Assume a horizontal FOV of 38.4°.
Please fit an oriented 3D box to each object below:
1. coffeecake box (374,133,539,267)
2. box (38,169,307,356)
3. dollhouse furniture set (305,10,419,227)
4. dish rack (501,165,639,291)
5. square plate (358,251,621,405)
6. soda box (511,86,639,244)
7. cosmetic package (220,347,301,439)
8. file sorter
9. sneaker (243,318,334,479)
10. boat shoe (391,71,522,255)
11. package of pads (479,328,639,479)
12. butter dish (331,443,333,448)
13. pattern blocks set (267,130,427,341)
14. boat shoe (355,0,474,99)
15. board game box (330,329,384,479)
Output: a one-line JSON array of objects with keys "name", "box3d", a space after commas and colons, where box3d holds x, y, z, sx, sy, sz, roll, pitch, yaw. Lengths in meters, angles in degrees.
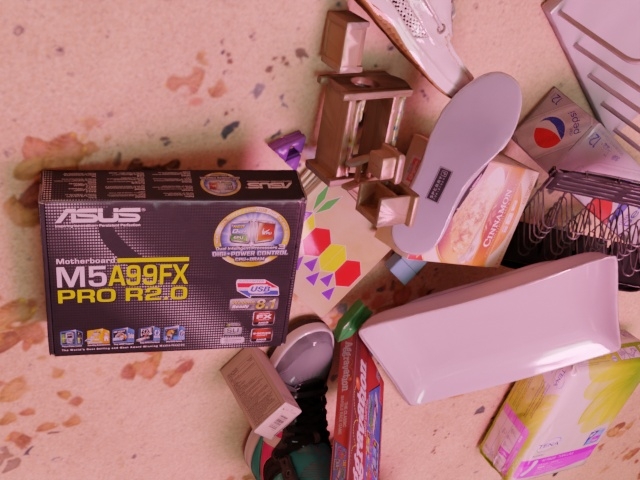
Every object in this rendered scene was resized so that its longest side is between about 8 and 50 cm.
[{"name": "coffeecake box", "box3d": [0.176, -0.047, 1.172, 0.185, 0.068, 0.142, 6, 111, -42]}, {"name": "box", "box3d": [-0.162, 0.026, 1.000, 0.270, 0.060, 0.216, -1, 129, -14]}, {"name": "dollhouse furniture set", "box3d": [0.077, -0.132, 0.977, 0.101, 0.161, 0.182, -9, 124, -30]}, {"name": "dish rack", "box3d": [0.362, -0.013, 1.204, 0.208, 0.074, 0.271, 11, 163, 1]}, {"name": "square plate", "box3d": [0.255, 0.130, 1.328, 0.347, 0.049, 0.344, -17, 149, 10]}, {"name": "soda box", "box3d": [0.383, -0.094, 1.275, 0.091, 0.098, 0.286, -48, 137, 12]}, {"name": "cosmetic package", "box3d": [-0.080, 0.198, 1.213, 0.060, 0.115, 0.041, -42, 138, 7]}, {"name": "file sorter", "box3d": [0.441, -0.231, 1.136, 0.193, 0.173, 0.277, -42, 137, 5]}, {"name": "sneaker", "box3d": [-0.017, 0.269, 1.268, 0.124, 0.178, 0.295, -6, 127, -31]}, {"name": "boat shoe", "box3d": [0.153, -0.087, 1.035, 0.080, 0.076, 0.228, 26, 109, 4]}, {"name": "package of pads", "box3d": [0.435, 0.297, 1.652, 0.229, 0.101, 0.296, -1, 126, -34]}, {"name": "butter dish", "box3d": [0.011, 0.406, 1.408, 0.160, 0.160, 0.118, -25, 112, -13]}, {"name": "pattern blocks set", "box3d": [0.000, 0.000, 1.141, 0.285, 0.026, 0.325, -39, 133, -7]}, {"name": "boat shoe", "box3d": [0.101, -0.248, 0.951, 0.096, 0.098, 0.277, -43, 136, 8]}, {"name": "board game box", "box3d": [0.052, 0.274, 1.248, 0.027, 0.281, 0.145, -9, 137, 17]}]
